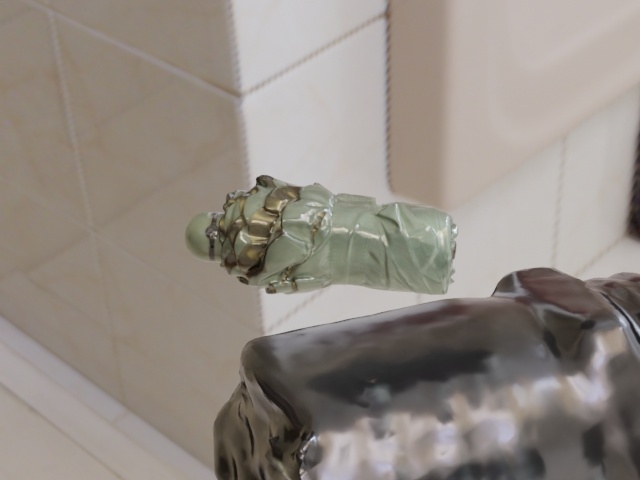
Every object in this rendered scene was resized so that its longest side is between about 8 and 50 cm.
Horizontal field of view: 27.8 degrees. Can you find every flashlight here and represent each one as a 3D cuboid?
[{"bbox_3d":[0.174,0.044,0.437,0.424,0.103,0.103,-11,126,-17],"label":"flashlight"}]

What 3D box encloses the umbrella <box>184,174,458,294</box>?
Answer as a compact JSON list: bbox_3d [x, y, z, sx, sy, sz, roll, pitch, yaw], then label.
[{"bbox_3d":[0.000,0.000,0.678,0.067,0.143,0.062,81,12,-63],"label":"umbrella"}]
